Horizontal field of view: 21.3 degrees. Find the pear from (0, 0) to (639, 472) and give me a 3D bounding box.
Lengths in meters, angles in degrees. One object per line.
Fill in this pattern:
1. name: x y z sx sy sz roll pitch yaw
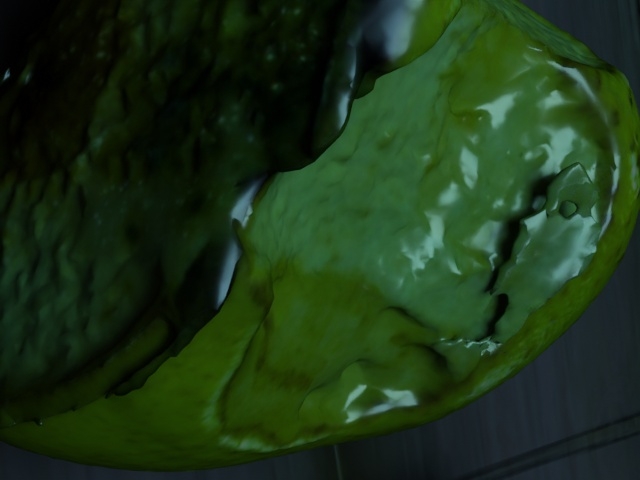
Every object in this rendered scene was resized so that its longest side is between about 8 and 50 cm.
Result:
1. pear: 0.000 0.000 0.639 0.255 0.164 0.238 27 101 -49
